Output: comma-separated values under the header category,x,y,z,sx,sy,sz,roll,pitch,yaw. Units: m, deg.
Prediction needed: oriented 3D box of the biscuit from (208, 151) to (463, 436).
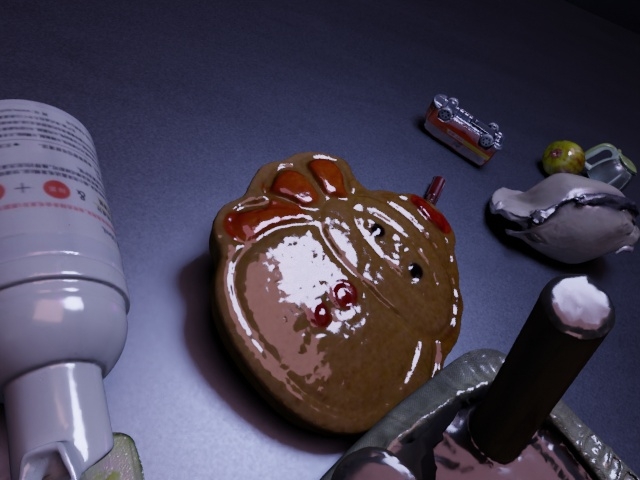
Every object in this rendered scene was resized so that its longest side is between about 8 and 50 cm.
category,x,y,z,sx,sy,sz,roll,pitch,yaw
biscuit,0.043,0.043,0.630,0.359,0.074,0.381,50,55,3

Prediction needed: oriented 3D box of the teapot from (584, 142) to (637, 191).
category,x,y,z,sx,sy,sz,roll,pitch,yaw
teapot,0.702,-0.170,1.211,0.124,0.091,0.092,27,41,-20

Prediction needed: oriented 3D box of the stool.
category,x,y,z,sx,sy,sz,roll,pitch,yaw
stool,0.170,0.235,0.387,0.310,0.226,0.310,-34,64,-21

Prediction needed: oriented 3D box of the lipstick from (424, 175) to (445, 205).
category,x,y,z,sx,sy,sz,roll,pitch,yaw
lipstick,0.189,-0.060,0.877,0.027,0.027,0.176,33,44,1

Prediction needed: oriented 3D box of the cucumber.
category,x,y,z,sx,sy,sz,roll,pitch,yaw
cucumber,-0.177,0.216,0.413,0.067,0.035,0.107,4,44,-13

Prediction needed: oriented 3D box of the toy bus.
category,x,y,z,sx,sy,sz,roll,pitch,yaw
toy bus,0.298,-0.233,1.058,0.174,0.077,0.079,34,43,3

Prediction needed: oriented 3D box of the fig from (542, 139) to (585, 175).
category,x,y,z,sx,sy,sz,roll,pitch,yaw
fig,0.597,-0.185,1.176,0.166,0.093,0.093,4,50,-26

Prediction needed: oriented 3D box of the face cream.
category,x,y,z,sx,sy,sz,roll,pitch,yaw
face cream,-0.250,0.048,0.446,0.146,0.145,0.369,-4,54,-32

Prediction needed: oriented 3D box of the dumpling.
category,x,y,z,sx,sy,sz,roll,pitch,yaw
dumpling,0.465,-0.066,0.946,0.293,0.163,0.204,9,51,-7
